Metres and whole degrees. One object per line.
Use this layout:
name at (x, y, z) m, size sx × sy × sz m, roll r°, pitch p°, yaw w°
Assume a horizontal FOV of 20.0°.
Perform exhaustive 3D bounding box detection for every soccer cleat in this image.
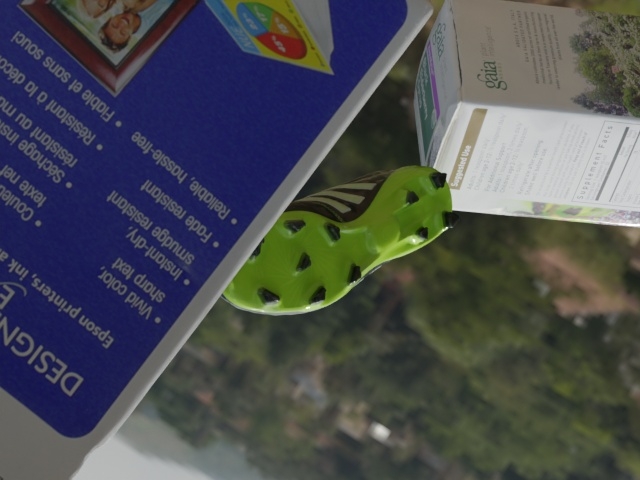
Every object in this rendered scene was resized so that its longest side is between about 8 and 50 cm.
soccer cleat at (0.000, 0.000, 1.010) m, size 0.072 × 0.179 × 0.060 m, roll -3°, pitch 104°, yaw 48°

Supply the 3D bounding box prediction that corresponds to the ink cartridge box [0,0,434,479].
ink cartridge box at (-0.157, -0.076, 0.720) m, size 0.303 × 0.307 × 0.072 m, roll 41°, pitch 166°, yaw -15°

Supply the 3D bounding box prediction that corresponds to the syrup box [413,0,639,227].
syrup box at (0.181, -0.073, 1.103) m, size 0.237 × 0.093 × 0.096 m, roll 4°, pitch 138°, yaw -9°
